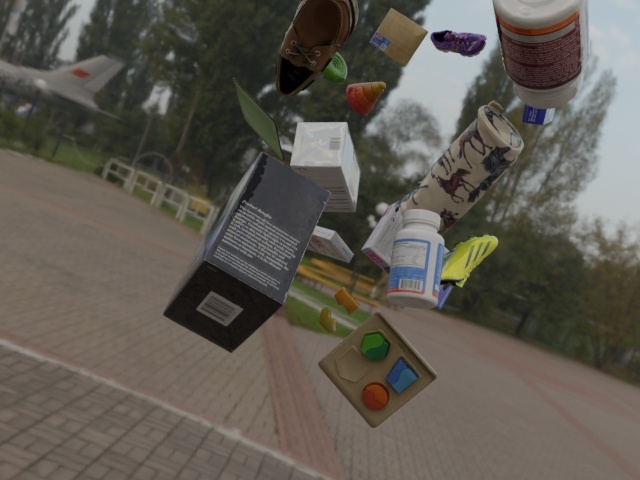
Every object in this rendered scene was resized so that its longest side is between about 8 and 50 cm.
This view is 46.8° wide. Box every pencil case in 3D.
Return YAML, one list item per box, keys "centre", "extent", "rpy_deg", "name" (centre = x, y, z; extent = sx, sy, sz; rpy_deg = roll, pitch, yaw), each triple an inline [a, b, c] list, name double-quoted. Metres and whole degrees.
- centre: [0.383, -0.185, 2.044]
  extent: [0.160, 0.410, 0.183]
  rpy_deg: [11, 43, -35]
  name: "pencil case"

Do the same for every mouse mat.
- centre: [-0.137, -0.267, 1.652]
  extent: [0.152, 0.007, 0.189]
  rpy_deg: [48, -10, 17]
  name: "mouse mat"

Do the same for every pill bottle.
- centre: [0.578, -0.527, 1.913]
  extent: [0.224, 0.224, 0.392]
  rpy_deg: [22, -15, 28]
  name: "pill bottle"
- centre: [0.232, 0.044, 1.774]
  extent: [0.124, 0.221, 0.124]
  rpy_deg: [9, -17, 3]
  name: "pill bottle"

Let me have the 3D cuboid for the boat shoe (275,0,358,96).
- centre: [-0.015, -0.359, 1.362]
  extent: [0.111, 0.104, 0.307]
  rpy_deg: [29, -21, -1]
  name: "boat shoe"

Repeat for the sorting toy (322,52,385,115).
- centre: [0.091, -0.586, 2.464]
  extent: [0.126, 0.127, 0.365]
  rpy_deg: [-24, -62, 41]
  name: "sorting toy"

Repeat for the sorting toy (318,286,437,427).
- centre: [0.100, 0.278, 1.782]
  extent: [0.307, 0.229, 0.041]
  rpy_deg: [49, 21, 6]
  name: "sorting toy"

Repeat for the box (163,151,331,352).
- centre: [-0.156, 0.029, 1.531]
  extent: [0.183, 0.294, 0.296]
  rpy_deg: [32, -37, -11]
  name: "box"

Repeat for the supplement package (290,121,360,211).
- centre: [0.019, -0.190, 1.961]
  extent: [0.134, 0.139, 0.244]
  rpy_deg: [2, -25, 14]
  name: "supplement package"

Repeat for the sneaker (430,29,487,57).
- centre: [0.382, -0.557, 2.070]
  extent: [0.170, 0.068, 0.071]
  rpy_deg: [12, -2, 35]
  name: "sneaker"

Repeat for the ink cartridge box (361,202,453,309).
- centre: [0.289, 0.054, 2.281]
  extent: [0.311, 0.186, 0.065]
  rpy_deg: [40, -26, -13]
  name: "ink cartridge box"

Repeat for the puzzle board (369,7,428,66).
- centre: [0.185, -0.481, 1.751]
  extent: [0.128, 0.096, 0.011]
  rpy_deg: [44, 19, 32]
  name: "puzzle board"

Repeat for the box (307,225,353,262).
- centre: [0.000, 0.000, 2.371]
  extent: [0.186, 0.038, 0.145]
  rpy_deg: [17, -22, 37]
  name: "box"

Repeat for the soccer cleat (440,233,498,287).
- centre: [0.392, 0.074, 2.095]
  extent: [0.121, 0.289, 0.093]
  rpy_deg: [60, -20, 20]
  name: "soccer cleat"

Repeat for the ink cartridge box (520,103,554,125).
- centre: [0.699, -0.451, 2.324]
  extent: [0.065, 0.165, 0.333]
  rpy_deg: [14, 18, 21]
  name: "ink cartridge box"
